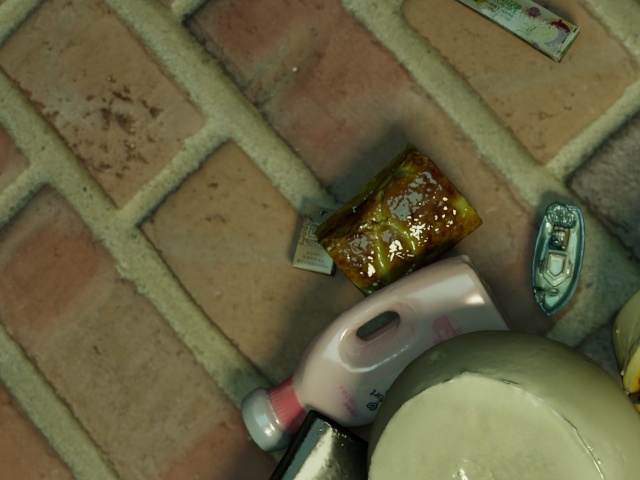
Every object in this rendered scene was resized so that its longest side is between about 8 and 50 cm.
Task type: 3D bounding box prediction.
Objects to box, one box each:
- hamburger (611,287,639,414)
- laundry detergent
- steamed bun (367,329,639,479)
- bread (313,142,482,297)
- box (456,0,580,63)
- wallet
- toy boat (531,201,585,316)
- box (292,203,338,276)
[{"bbox_3d":[0.467,0.104,1.464,0.295,0.227,0.151,-31,53,7],"label":"hamburger"},{"bbox_3d":[0.061,0.147,1.606,0.335,0.088,0.159,-29,111,11],"label":"laundry detergent"},{"bbox_3d":[0.213,0.254,1.486,0.324,0.206,0.324,6,104,25],"label":"steamed bun"},{"bbox_3d":[0.093,-0.016,1.633,0.172,0.103,0.132,-41,97,1],"label":"bread"},{"bbox_3d":[0.227,-0.296,1.686,0.207,0.041,0.050,35,93,17],"label":"box"},{"bbox_3d":[-0.026,0.374,1.584,0.172,0.045,0.318,34,89,-19],"label":"wallet"},{"bbox_3d":[0.283,0.023,1.601,0.059,0.066,0.140,9,83,12],"label":"toy boat"},{"bbox_3d":[0.000,0.000,1.697,0.053,0.024,0.083,11,84,15],"label":"box"}]
